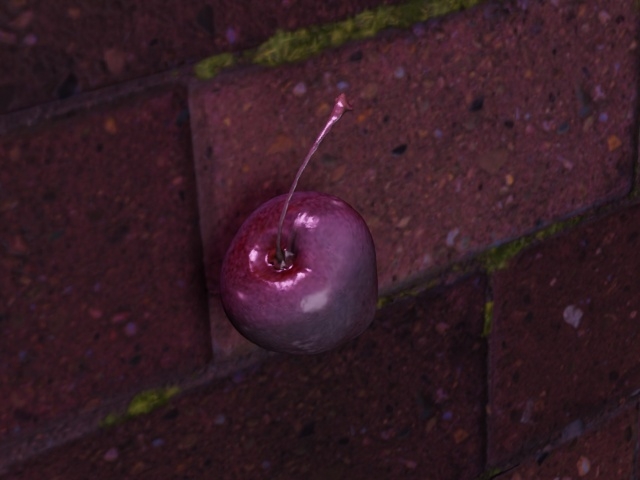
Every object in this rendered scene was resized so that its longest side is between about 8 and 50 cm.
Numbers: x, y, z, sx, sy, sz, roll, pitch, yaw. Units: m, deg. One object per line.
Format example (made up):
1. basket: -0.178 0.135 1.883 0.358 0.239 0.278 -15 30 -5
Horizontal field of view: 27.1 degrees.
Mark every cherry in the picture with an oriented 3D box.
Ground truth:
1. cherry: 0.006 0.004 1.021 0.148 0.115 0.188 33 82 -24
